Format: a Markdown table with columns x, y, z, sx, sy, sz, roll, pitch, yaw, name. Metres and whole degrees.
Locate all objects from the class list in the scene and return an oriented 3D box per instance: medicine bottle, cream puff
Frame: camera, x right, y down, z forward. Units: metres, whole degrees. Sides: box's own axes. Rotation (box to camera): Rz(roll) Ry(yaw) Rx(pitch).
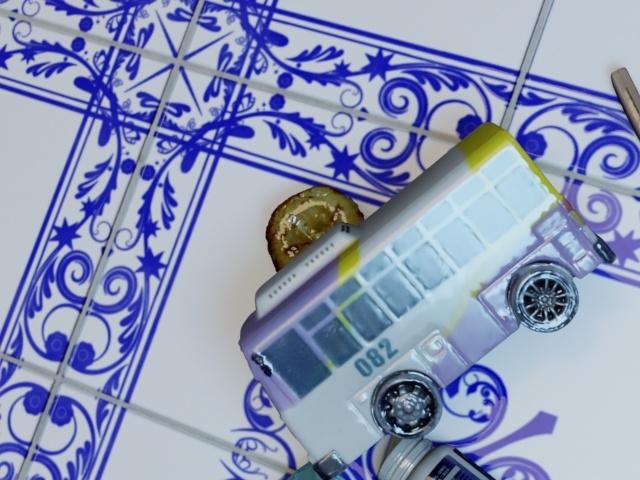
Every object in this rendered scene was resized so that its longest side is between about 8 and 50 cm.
| x | y | z | sx | sy | sz | roll | pitch | yaw | name |
| --- | --- | --- | --- | --- | --- | --- | --- | --- | --- |
| 0.170 | 0.327 | 1.484 | 0.191 | 0.107 | 0.107 | 36 | 91 | 20 | medicine bottle |
| 0.000 | 0.000 | 1.612 | 0.149 | 0.084 | 0.149 | -2 | 82 | 13 | cream puff |

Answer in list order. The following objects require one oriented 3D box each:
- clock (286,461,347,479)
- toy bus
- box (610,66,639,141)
| x | y | z | sx | sy | sz | roll | pitch | yaw | name |
| --- | --- | --- | --- | --- | --- | --- | --- | --- | --- |
| -0.057 | 0.417 | 1.485 | 0.094 | 0.223 | 0.274 | 39 | 100 | -8 | clock |
| 0.110 | 0.068 | 1.458 | 0.440 | 0.209 | 0.249 | -40 | 97 | 7 | toy bus |
| 0.410 | -0.168 | 1.543 | 0.025 | 0.048 | 0.115 | -23 | 75 | 7 | box |
